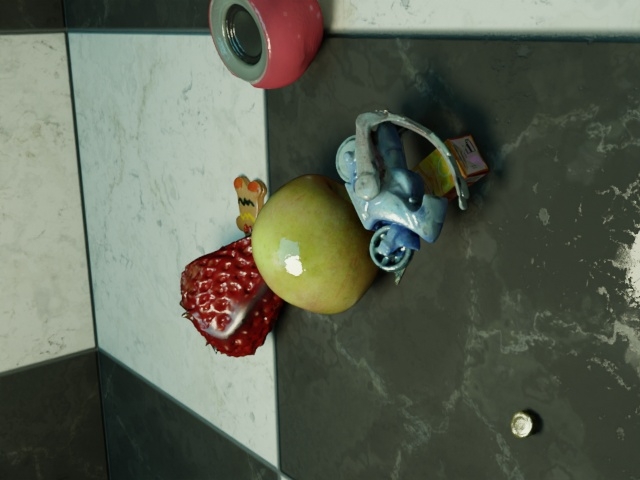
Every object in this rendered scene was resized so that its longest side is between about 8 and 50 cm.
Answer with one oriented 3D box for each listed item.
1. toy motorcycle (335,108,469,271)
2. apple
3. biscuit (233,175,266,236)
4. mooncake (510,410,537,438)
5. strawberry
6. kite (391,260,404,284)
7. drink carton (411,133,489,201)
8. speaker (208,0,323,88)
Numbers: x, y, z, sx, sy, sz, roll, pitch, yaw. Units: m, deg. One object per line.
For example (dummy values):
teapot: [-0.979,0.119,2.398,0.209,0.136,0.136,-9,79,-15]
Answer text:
toy motorcycle: [0.157,-0.115,1.720,0.241,0.182,0.319,-41,65,51]
apple: [0.000,0.000,1.982,0.319,0.319,0.277,51,123,30]
biscuit: [-0.203,-0.058,2.450,0.165,0.036,0.250,15,112,51]
mooncake: [0.388,0.510,1.831,0.346,0.057,0.150,-61,41,45]
strawberry: [-0.215,0.133,2.374,0.345,0.295,0.317,-42,43,14]
kite: [0.169,0.040,2.017,0.157,0.011,0.139,-20,81,52]
drink carton: [0.251,-0.130,1.806,0.223,0.071,0.096,-42,67,51]
speaker: [-0.128,-0.511,2.023,0.294,0.294,0.294,20,116,48]
